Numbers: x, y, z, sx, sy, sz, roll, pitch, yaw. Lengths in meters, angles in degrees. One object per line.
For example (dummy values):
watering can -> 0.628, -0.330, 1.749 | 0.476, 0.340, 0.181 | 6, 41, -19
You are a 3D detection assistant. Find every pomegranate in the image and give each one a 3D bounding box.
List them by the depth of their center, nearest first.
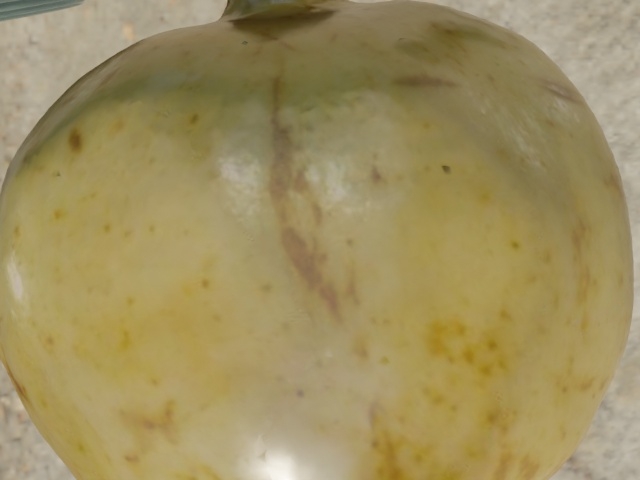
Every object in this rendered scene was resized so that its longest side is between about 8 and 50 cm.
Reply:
pomegranate -> 0.000, 0.000, 0.676 | 0.342, 0.342, 0.342 | 13, 107, 50

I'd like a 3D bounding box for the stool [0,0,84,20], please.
stool -> -0.473, -0.397, 1.612 | 0.297, 0.330, 0.297 | 171, 90, -74
